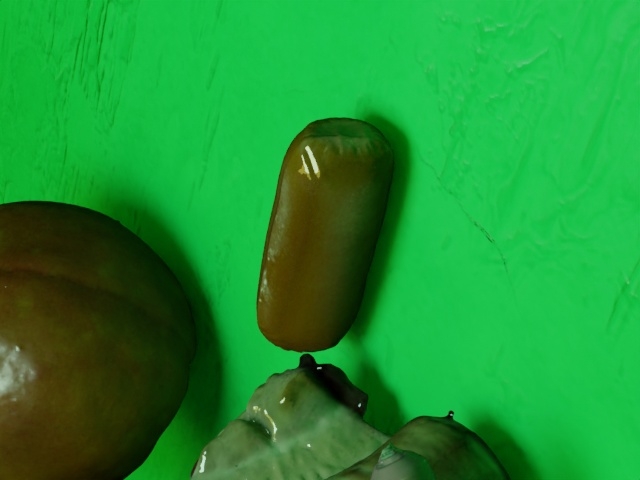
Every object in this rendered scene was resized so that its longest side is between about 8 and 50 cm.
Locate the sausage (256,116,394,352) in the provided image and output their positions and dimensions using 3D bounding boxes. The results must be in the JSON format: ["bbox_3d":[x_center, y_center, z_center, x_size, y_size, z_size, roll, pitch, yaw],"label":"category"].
[{"bbox_3d":[0.001,0.000,1.684,0.105,0.105,0.274,48,142,32],"label":"sausage"}]

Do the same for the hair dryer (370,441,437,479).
[{"bbox_3d":[0.147,0.322,1.502,0.125,0.210,0.352,-22,93,53],"label":"hair dryer"}]

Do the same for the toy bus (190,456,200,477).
[{"bbox_3d":[-0.070,0.313,1.980,0.192,0.077,0.065,56,145,22],"label":"toy bus"}]

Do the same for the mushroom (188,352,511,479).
[{"bbox_3d":[-0.043,0.318,1.629,0.314,0.397,0.224,20,137,45],"label":"mushroom"}]

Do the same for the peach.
[{"bbox_3d":[-0.321,0.124,1.998,0.343,0.302,0.342,-38,34,32],"label":"peach"}]
